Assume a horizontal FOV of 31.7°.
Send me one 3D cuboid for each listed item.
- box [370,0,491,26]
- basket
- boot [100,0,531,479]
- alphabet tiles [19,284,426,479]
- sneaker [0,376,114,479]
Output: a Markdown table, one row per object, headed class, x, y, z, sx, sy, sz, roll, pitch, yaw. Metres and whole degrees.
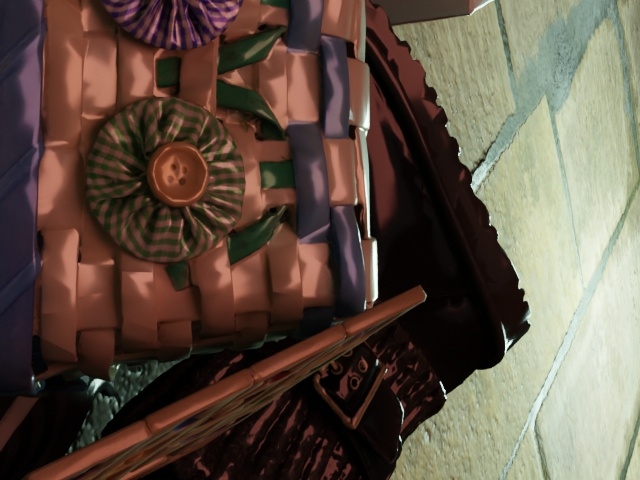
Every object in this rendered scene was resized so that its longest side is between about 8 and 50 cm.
| class | x | y | z | sx | sy | sz | roll | pitch | yaw |
| --- | --- | --- | --- | --- | --- | --- | --- | --- | --- |
| box | 0.058 | -0.270 | 0.849 | 0.345 | 0.215 | 0.168 | -39 | 122 | -56 |
| basket | -0.125 | -0.060 | 0.460 | 0.201 | 0.289 | 0.255 | 165 | -77 | -85 |
| boot | -0.038 | 0.017 | 0.634 | 0.260 | 0.131 | 0.348 | -41 | 110 | -24 |
| alphabet tiles | -0.096 | 0.093 | 0.401 | 0.237 | 0.198 | 0.009 | -23 | 80 | -38 |
| sneaker | -0.161 | 0.107 | 0.546 | 0.235 | 0.084 | 0.097 | -56 | 137 | -48 |
